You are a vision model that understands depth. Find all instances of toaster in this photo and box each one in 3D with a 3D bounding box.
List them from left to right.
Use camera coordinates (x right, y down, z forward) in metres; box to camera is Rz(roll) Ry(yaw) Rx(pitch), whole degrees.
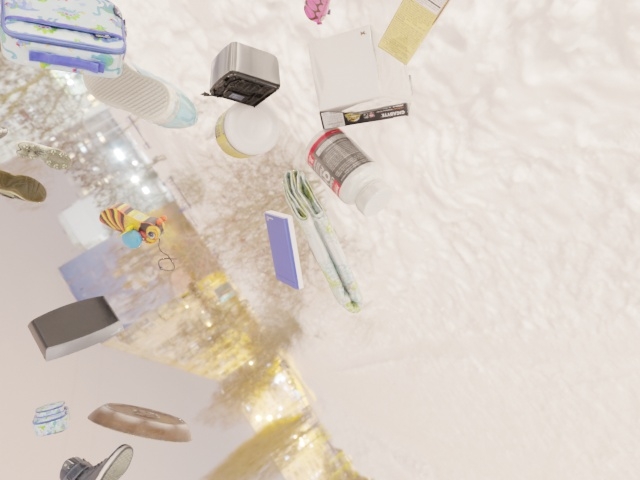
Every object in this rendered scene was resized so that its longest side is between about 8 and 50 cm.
[{"bbox_3d":[-0.233,-0.483,1.500,0.168,0.186,0.110,-16,72,54],"label":"toaster"}]

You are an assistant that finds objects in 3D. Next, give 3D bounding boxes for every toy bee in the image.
[{"bbox_3d":[-0.602,-0.051,1.760,0.299,0.162,0.195,26,-147,-23],"label":"toy bee"}]

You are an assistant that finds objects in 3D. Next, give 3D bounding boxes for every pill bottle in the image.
[{"bbox_3d":[-0.270,-0.386,1.799,0.187,0.188,0.334,60,165,-15],"label":"pill bottle"},{"bbox_3d":[0.101,-0.234,1.755,0.318,0.176,0.176,49,166,26],"label":"pill bottle"}]

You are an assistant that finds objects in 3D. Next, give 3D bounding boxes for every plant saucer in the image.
[{"bbox_3d":[-0.530,0.541,1.527,0.311,0.050,0.310,14,164,4],"label":"plant saucer"}]

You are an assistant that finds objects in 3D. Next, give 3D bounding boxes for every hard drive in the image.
[{"bbox_3d":[-0.806,0.279,1.688,0.172,0.255,0.054,47,136,25],"label":"hard drive"},{"bbox_3d":[-0.161,0.038,2.218,0.210,0.040,0.318,18,121,57],"label":"hard drive"}]

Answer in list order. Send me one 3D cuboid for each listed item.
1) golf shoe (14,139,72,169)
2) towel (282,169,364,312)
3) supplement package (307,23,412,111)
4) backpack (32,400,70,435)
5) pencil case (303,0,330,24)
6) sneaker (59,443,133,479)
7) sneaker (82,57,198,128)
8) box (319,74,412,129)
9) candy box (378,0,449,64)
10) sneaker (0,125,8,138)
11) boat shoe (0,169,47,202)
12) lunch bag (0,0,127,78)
[{"bbox_3d":[-0.902,-0.287,1.657,0.086,0.069,0.176,35,-173,37],"label":"golf shoe"},{"bbox_3d":[0.000,0.000,1.522,0.320,0.090,0.374,-114,-1,-56],"label":"towel"},{"bbox_3d":[0.115,-0.446,1.367,0.293,0.176,0.177,-25,-74,-63],"label":"supplement package"},{"bbox_3d":[-0.838,0.553,1.581,0.114,0.105,0.084,-177,78,-66],"label":"backpack"},{"bbox_3d":[0.000,-0.809,1.706,0.209,0.095,0.098,-171,73,-84],"label":"pencil case"},{"bbox_3d":[-0.653,0.649,1.468,0.163,0.226,0.086,33,175,32],"label":"sneaker"},{"bbox_3d":[-0.460,-0.373,1.298,0.366,0.135,0.150,37,-172,25],"label":"sneaker"},{"bbox_3d":[0.167,-0.487,1.775,0.295,0.294,0.073,-71,-27,-56],"label":"box"},{"bbox_3d":[0.246,-0.534,1.040,0.088,0.182,0.316,33,153,-2],"label":"candy box"},{"bbox_3d":[-1.043,-0.277,1.535,0.228,0.086,0.132,-55,-24,-67],"label":"sneaker"},{"bbox_3d":[-0.992,-0.176,1.635,0.223,0.074,0.080,26,-113,-67],"label":"boat shoe"},{"bbox_3d":[-0.491,-0.402,0.984,0.090,0.219,0.176,-56,41,46],"label":"lunch bag"}]
